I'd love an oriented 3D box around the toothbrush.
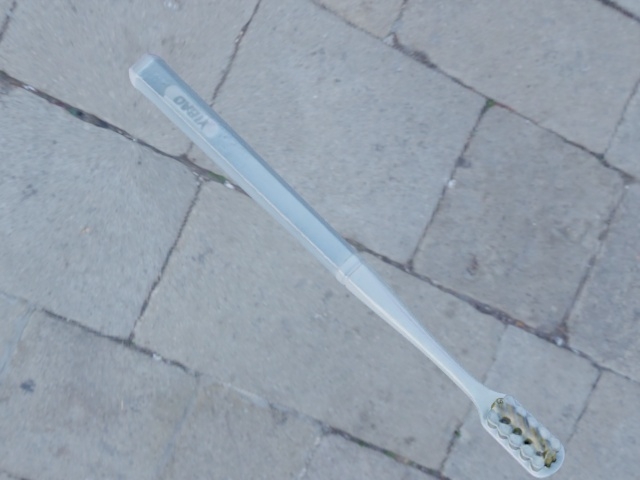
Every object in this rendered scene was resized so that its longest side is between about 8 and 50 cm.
[{"bbox_3d":[0.000,0.001,0.489,0.025,0.030,0.342,-43,67,-6],"label":"toothbrush"}]
